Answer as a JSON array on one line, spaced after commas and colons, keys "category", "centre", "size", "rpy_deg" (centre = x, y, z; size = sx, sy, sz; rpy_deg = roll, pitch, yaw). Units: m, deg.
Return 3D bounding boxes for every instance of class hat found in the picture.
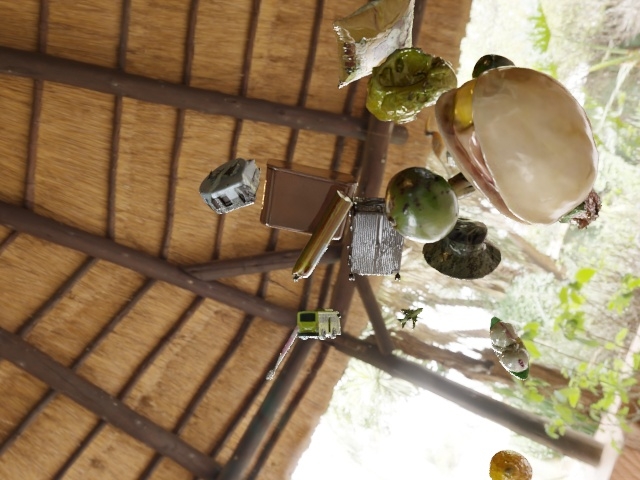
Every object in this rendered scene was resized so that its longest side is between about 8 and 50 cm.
[{"category": "hat", "centre": [0.453, -0.005, 1.531], "size": [0.265, 0.266, 0.128], "rpy_deg": [-40, -39, -45]}]

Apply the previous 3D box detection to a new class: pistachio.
[{"category": "pistachio", "centre": [0.346, -0.164, 0.860], "size": [0.309, 0.230, 0.229], "rpy_deg": [40, -115, -17]}]

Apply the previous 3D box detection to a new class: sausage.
[{"category": "sausage", "centre": [0.000, 0.000, 1.710], "size": [0.371, 0.082, 0.082], "rpy_deg": [-59, -24, 18]}]

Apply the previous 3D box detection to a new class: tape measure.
[{"category": "tape measure", "centre": [-0.268, -0.164, 1.436], "size": [0.182, 0.181, 0.107], "rpy_deg": [-89, -26, -51]}]

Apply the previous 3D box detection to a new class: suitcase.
[{"category": "suitcase", "centre": [0.231, -0.008, 2.005], "size": [0.152, 0.230, 0.335], "rpy_deg": [-91, 2, -56]}]

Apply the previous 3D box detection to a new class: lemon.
[{"category": "lemon", "centre": [0.636, 0.775, 1.630], "size": [0.187, 0.142, 0.142], "rpy_deg": [40, -109, -55]}]

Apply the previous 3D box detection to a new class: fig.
[{"category": "fig", "centre": [0.551, -0.502, 1.471], "size": [0.117, 0.178, 0.117], "rpy_deg": [-175, 90, -87]}]

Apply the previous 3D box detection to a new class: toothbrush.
[{"category": "toothbrush", "centre": [-0.143, 0.439, 1.944], "size": [0.025, 0.020, 0.286], "rpy_deg": [18, -75, -54]}]

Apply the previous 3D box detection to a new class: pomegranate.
[{"category": "pomegranate", "centre": [0.281, -0.104, 1.247], "size": [0.248, 0.202, 0.202], "rpy_deg": [-27, -41, -10]}]

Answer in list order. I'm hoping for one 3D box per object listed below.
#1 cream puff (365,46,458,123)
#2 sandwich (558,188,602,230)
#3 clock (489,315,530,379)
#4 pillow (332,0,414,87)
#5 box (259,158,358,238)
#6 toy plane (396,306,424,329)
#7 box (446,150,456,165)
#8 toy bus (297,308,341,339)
[{"category": "cream puff", "centre": [0.264, -0.478, 1.458], "size": [0.282, 0.282, 0.185], "rpy_deg": [-48, -48, -37]}, {"category": "sandwich", "centre": [0.877, -0.135, 1.723], "size": [0.301, 0.162, 0.250], "rpy_deg": [27, -131, -37]}, {"category": "clock", "centre": [0.655, 0.370, 1.689], "size": [0.103, 0.230, 0.144], "rpy_deg": [-25, -24, 2]}, {"category": "pillow", "centre": [0.182, -0.675, 1.620], "size": [0.312, 0.119, 0.310], "rpy_deg": [-28, -18, -4]}, {"category": "box", "centre": [-0.054, -0.159, 1.853], "size": [0.239, 0.340, 0.229], "rpy_deg": [-104, 25, -75]}, {"category": "toy plane", "centre": [0.338, 0.281, 1.816], "size": [0.111, 0.102, 0.040], "rpy_deg": [-39, -44, 9]}, {"category": "box", "centre": [0.382, -0.233, 1.210], "size": [0.172, 0.124, 0.092], "rpy_deg": [-7, -71, -76]}, {"category": "toy bus", "centre": [-0.002, 0.277, 1.616], "size": [0.175, 0.088, 0.101], "rpy_deg": [15, -110, -62]}]
